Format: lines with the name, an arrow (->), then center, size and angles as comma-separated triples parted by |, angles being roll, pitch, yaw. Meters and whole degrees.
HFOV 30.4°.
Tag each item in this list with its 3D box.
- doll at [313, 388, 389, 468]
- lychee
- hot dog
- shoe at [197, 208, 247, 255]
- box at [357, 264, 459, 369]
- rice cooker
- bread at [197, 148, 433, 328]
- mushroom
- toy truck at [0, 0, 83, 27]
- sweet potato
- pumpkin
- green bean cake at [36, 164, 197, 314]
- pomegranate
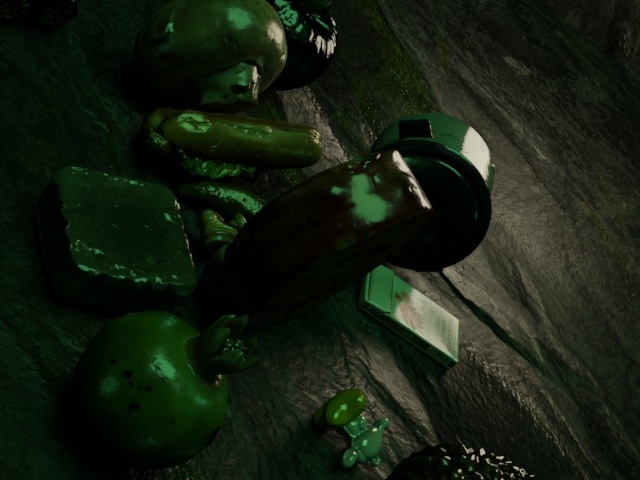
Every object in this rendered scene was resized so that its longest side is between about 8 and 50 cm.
doll -> 0.056, 0.260, 1.642 | 0.135, 0.071, 0.113 | 8, 56, -51
lychee -> 0.176, 0.390, 1.477 | 0.267, 0.267, 0.268 | 30, 35, -24
hot dog -> -0.142, -0.144, 1.819 | 0.337, 0.135, 0.100 | 1, 97, -47
shoe -> -0.135, -0.008, 1.707 | 0.109, 0.072, 0.069 | 4, 56, -47
box -> 0.147, 0.120, 1.931 | 0.198, 0.029, 0.109 | 35, 33, -18
rice cooker -> 0.174, -0.083, 1.998 | 0.227, 0.241, 0.281 | -66, 154, -60
bread -> 0.004, -0.002, 1.609 | 0.295, 0.328, 0.114 | -21, 76, -34
mushroom -> -0.173, -0.290, 1.835 | 0.254, 0.254, 0.184 | -2, 84, -50
toy truck -> -0.471, -0.442, 1.646 | 0.405, 0.254, 0.181 | -4, 61, -47
sweet potato -> -0.092, -0.035, 1.793 | 0.273, 0.067, 0.067 | 22, 39, -24
pumpkin -> -0.058, -0.395, 2.070 | 0.248, 0.248, 0.248 | 30, 35, -24
green bean cake -> -0.267, 0.004, 1.520 | 0.185, 0.094, 0.183 | 16, 43, -38
pomegranate -> -0.170, 0.156, 1.341 | 0.187, 0.225, 0.187 | 45, 26, -29
